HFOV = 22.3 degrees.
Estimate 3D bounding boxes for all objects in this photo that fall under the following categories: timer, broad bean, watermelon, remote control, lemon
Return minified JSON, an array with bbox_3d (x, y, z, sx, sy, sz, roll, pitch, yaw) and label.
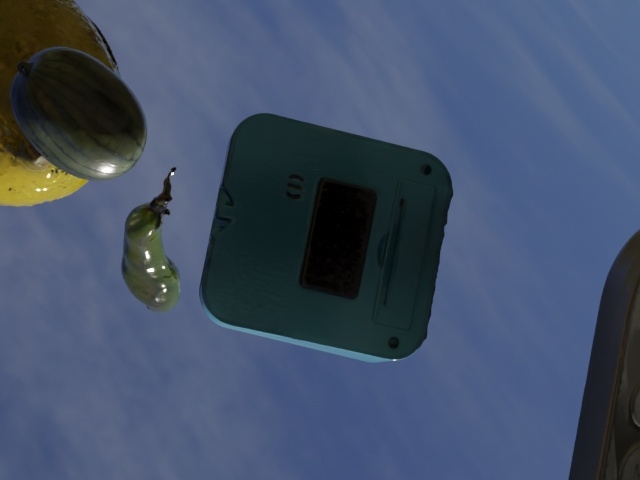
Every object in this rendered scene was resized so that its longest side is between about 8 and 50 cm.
[{"bbox_3d":[0.000,0.000,1.734,0.250,0.091,0.232,15,-101,-16],"label":"timer"},{"bbox_3d":[-0.215,0.019,2.053,0.075,0.325,0.067,-7,-116,-8],"label":"broad bean"},{"bbox_3d":[-0.171,-0.090,1.143,0.111,0.078,0.078,45,-154,-23],"label":"watermelon"},{"bbox_3d":[0.135,0.110,0.685,0.077,0.245,0.022,1,-168,-37],"label":"remote control"},{"bbox_3d":[-0.357,-0.167,1.875,0.258,0.258,0.310,25,-163,-40],"label":"lemon"}]
